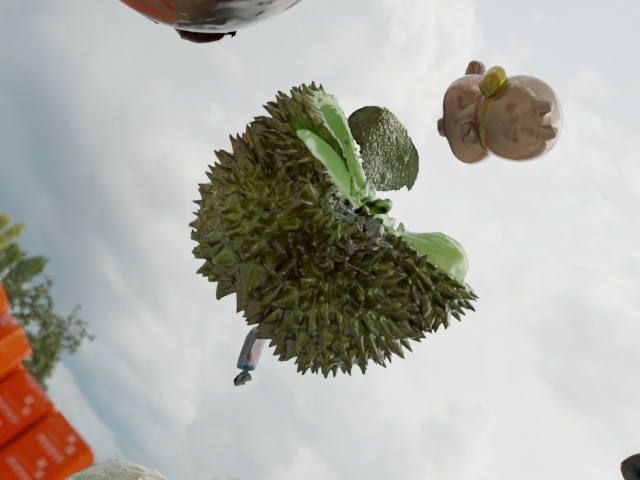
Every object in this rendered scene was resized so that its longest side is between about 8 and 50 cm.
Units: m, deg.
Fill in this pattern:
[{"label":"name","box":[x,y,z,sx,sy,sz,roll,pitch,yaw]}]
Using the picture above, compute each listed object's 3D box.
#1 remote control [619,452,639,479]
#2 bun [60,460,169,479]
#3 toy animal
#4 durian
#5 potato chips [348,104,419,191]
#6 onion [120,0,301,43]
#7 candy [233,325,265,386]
[{"label":"remote control","box":[0.507,0.291,0.928,0.266,0.066,0.090,-7,-57,17]},{"label":"bun","box":[-0.224,0.344,0.798,0.210,0.237,0.116,35,-41,-31]},{"label":"toy animal","box":[0.283,-0.198,1.216,0.248,0.149,0.165,-145,-131,-65]},{"label":"durian","box":[0.001,0.003,0.599,0.237,0.176,0.200,53,-6,-33]},{"label":"potato chips","box":[0.118,-0.159,1.423,0.209,0.142,0.026,28,3,-36]},{"label":"onion","box":[-0.066,-0.323,0.553,0.354,0.354,0.353,35,-34,28]},{"label":"candy","box":[-0.071,0.116,0.808,0.020,0.083,0.030,38,-32,-30]}]
